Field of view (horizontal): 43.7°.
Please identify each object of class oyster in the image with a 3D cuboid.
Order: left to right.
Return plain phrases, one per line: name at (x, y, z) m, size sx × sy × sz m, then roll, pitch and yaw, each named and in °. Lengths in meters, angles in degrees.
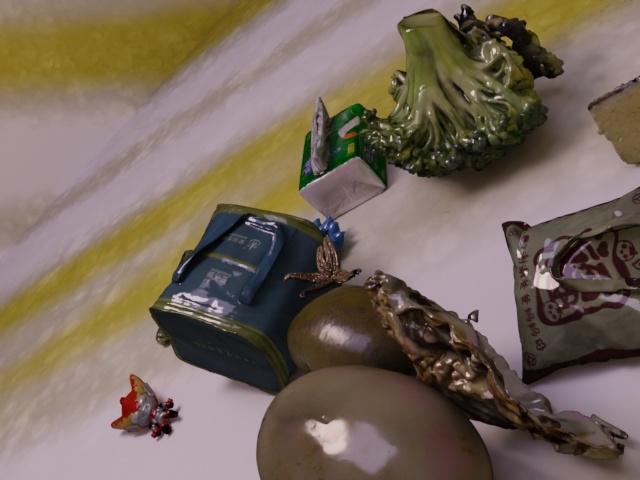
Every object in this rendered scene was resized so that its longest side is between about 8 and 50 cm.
oyster at (0.175, 0.153, 0.921) m, size 0.107 × 0.201 × 0.354 m, roll -56°, pitch 43°, yaw 9°

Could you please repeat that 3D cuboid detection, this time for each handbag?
handbag at (-0.122, 0.090, 1.343) m, size 0.262 × 0.222 × 0.241 m, roll 13°, pitch 56°, yaw 24°
handbag at (0.325, 0.047, 0.948) m, size 0.235 × 0.127 × 0.213 m, roll -22°, pitch 59°, yaw 43°

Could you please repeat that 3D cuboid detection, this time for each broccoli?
broccoli at (0.237, -0.246, 1.367) m, size 0.323 × 0.272 × 0.334 m, roll 11°, pitch 42°, yaw 9°

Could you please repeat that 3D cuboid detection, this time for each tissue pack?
tissue pack at (0.030, -0.177, 1.591) m, size 0.148 × 0.156 × 0.209 m, roll -31°, pitch 32°, yaw 27°

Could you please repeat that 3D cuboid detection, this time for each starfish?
starfish at (0.016, 0.053, 1.216) m, size 0.130 × 0.041 × 0.133 m, roll 8°, pitch 49°, yaw 41°

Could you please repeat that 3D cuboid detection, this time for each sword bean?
sword bean at (-0.318, 0.125, 1.764) m, size 0.043 × 0.038 × 0.269 m, roll -54°, pitch 18°, yaw 40°

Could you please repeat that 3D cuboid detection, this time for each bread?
bread at (0.483, -0.246, 1.124) m, size 0.240 × 0.135 × 0.178 m, roll -34°, pitch 31°, yaw 22°

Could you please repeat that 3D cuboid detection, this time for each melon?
melon at (0.055, 0.260, 0.926) m, size 0.316 × 0.223 × 0.223 m, roll 4°, pitch 55°, yaw 51°

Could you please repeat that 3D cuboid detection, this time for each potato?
potato at (0.059, 0.146, 1.132) m, size 0.174 × 0.159 × 0.251 m, roll -41°, pitch 32°, yaw -14°

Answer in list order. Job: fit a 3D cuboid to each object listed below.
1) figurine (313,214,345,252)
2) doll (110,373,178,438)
figurine at (0.000, 0.000, 1.475) m, size 0.114 × 0.079 × 0.114 m, roll -33°, pitch 24°, yaw 17°
doll at (-0.328, 0.322, 1.505) m, size 0.169 × 0.057 × 0.109 m, roll 10°, pitch 75°, yaw 39°
